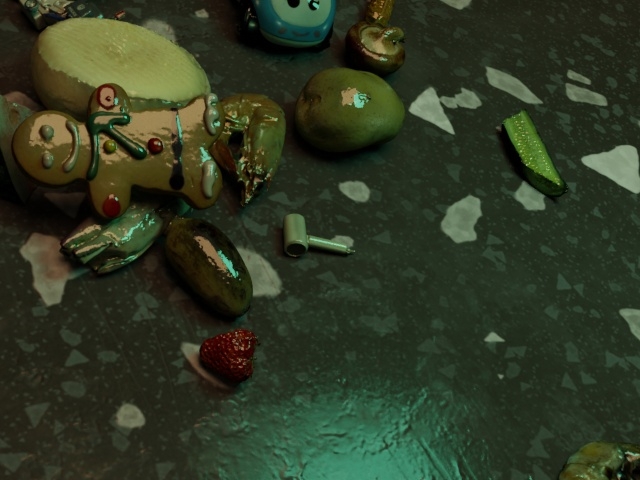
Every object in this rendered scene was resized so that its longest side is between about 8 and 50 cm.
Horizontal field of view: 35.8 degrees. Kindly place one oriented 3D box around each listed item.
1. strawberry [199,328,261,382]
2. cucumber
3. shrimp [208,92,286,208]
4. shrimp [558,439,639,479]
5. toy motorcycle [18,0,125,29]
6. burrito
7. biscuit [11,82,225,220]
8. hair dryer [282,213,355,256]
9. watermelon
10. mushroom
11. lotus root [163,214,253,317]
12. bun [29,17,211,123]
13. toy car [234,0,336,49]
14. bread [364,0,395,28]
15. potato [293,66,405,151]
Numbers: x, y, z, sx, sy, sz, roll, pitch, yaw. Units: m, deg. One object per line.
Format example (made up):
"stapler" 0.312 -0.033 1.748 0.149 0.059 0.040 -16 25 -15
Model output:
"strawberry" -0.124 0.156 1.347 0.083 0.073 0.073 5 47 -1
"cucumber" 0.393 -0.162 1.872 0.070 0.046 0.220 -1 49 -21
"shrimp" -0.127 -0.154 1.630 0.145 0.061 0.267 3 52 -9
"shrimp" 0.508 0.379 1.422 0.365 0.071 0.233 1 44 -16
"toy motorcycle" -0.440 -0.419 1.712 0.150 0.102 0.221 -32 63 -18
"burrito" -0.258 -0.046 1.470 0.096 0.066 0.309 32 45 14
"biscuit" -0.279 -0.127 1.398 0.301 0.049 0.197 1 78 -19
"hair dryer" 0.000 0.000 1.564 0.124 0.038 0.063 12 46 -21
"watermelon" -0.490 -0.149 1.480 0.207 0.136 0.202 24 -2 37
"mushroom" 0.104 -0.373 1.906 0.127 0.087 0.127 14 42 -13
"lotus root" -0.160 0.033 1.427 0.179 0.080 0.089 48 49 10
"bun" -0.318 -0.237 1.562 0.287 0.146 0.287 18 33 -12
"toy car" -0.061 -0.486 1.867 0.188 0.190 0.255 4 51 -21
"bread" 0.125 -0.487 2.047 0.052 0.044 0.157 19 45 -3
"potato" 0.058 -0.221 1.724 0.194 0.157 0.157 12 45 -32
